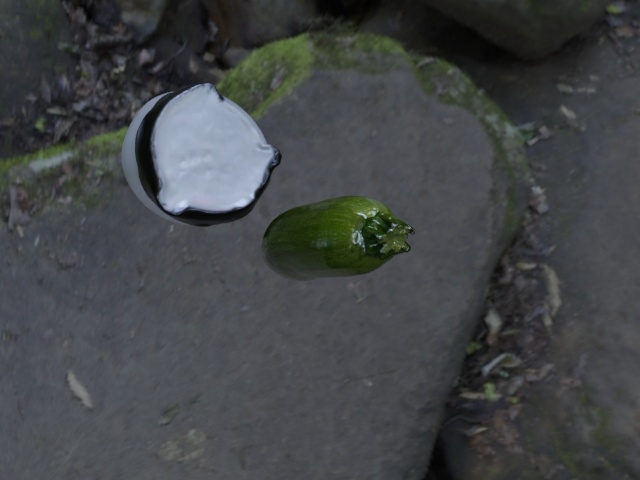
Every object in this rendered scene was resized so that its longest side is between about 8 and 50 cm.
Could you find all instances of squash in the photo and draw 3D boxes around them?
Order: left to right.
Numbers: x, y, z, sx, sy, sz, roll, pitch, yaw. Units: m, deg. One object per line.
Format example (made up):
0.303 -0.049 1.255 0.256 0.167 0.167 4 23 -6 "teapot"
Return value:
0.000 0.000 0.872 0.069 0.258 0.069 2 85 -20 "squash"

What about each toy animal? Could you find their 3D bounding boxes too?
-0.169 -0.105 1.373 0.165 0.235 0.187 -46 102 -9 "toy animal"
